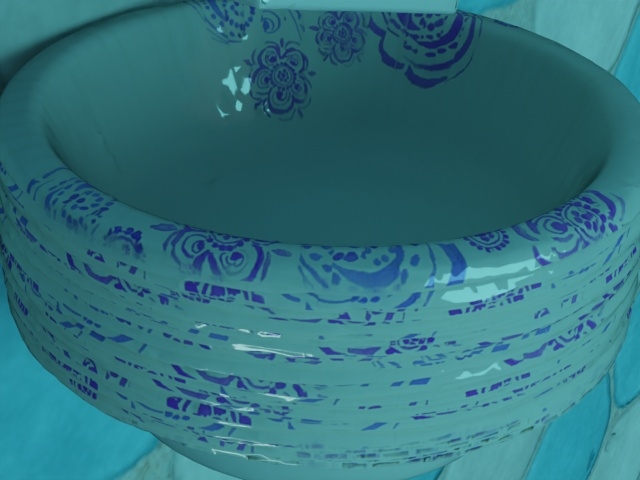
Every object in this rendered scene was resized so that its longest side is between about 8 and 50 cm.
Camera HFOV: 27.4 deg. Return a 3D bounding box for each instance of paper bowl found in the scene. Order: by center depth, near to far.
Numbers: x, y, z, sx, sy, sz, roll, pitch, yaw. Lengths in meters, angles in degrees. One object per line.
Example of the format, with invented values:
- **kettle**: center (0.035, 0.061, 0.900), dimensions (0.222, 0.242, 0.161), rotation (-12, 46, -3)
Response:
- **paper bowl**: center (0.000, 0.000, 0.597), dimensions (0.284, 0.284, 0.148), rotation (-34, 136, -44)

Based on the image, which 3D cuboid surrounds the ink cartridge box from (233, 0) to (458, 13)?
- **ink cartridge box**: center (-0.050, -0.147, 0.513), dimensions (0.139, 0.190, 0.082), rotation (-12, 119, -54)
